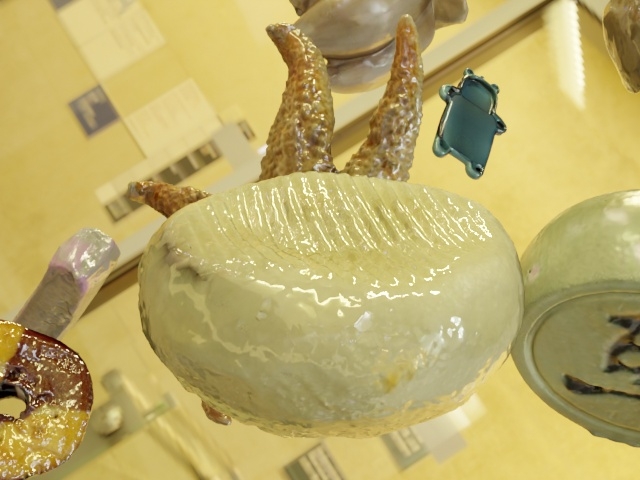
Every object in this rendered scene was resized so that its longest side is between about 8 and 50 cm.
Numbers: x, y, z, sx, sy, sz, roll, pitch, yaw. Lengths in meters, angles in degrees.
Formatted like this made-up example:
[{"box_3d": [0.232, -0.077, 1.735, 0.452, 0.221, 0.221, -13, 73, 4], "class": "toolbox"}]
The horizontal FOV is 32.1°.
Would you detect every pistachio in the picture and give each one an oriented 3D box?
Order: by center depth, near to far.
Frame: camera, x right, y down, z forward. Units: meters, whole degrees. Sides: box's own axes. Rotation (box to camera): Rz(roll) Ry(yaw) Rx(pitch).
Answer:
[{"box_3d": [0.338, -0.202, 1.128, 0.113, 0.113, 0.149, 61, 31, -34], "class": "pistachio"}]

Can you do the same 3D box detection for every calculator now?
[{"box_3d": [0.170, -0.137, 1.268, 0.094, 0.141, 0.019, 31, -33, -16], "class": "calculator"}]

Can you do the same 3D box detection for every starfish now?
[{"box_3d": [-0.001, 0.004, 0.902, 0.327, 0.375, 0.094, 40, 20, 3], "class": "starfish"}]

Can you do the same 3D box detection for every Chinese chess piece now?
[{"box_3d": [0.278, 0.073, 0.922, 0.250, 0.101, 0.250, 16, -39, 13], "class": "Chinese chess piece"}]

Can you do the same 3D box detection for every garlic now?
[{"box_3d": [0.071, -0.341, 1.467, 0.132, 0.325, 0.279, -1, -74, 36], "class": "garlic"}]

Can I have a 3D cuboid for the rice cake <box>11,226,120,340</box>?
[{"box_3d": [-0.325, 0.091, 1.313, 0.064, 0.070, 0.399, 40, -38, -6], "class": "rice cake"}]

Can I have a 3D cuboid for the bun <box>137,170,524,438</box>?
[{"box_3d": [0.004, 0.044, 0.631, 0.222, 0.222, 0.127, -132, -144, -64], "class": "bun"}]

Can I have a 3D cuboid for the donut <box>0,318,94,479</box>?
[{"box_3d": [-0.326, 0.169, 1.146, 0.073, 0.184, 0.166, 108, -10, -65], "class": "donut"}]
